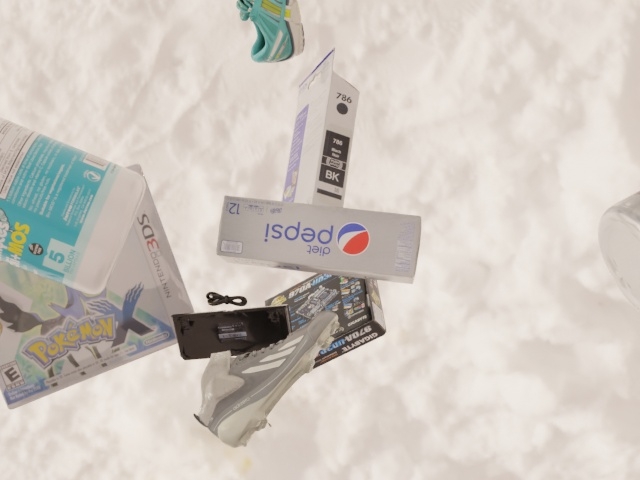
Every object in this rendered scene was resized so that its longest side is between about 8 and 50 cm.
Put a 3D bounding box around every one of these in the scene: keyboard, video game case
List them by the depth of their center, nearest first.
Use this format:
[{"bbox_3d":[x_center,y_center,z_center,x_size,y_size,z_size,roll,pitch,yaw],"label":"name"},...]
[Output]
[{"bbox_3d":[-0.135,0.124,1.522,0.180,0.023,0.108,-6,111,7],"label":"keyboard"},{"bbox_3d":[-0.393,0.070,1.601,0.329,0.036,0.300,-21,98,-14],"label":"video game case"}]

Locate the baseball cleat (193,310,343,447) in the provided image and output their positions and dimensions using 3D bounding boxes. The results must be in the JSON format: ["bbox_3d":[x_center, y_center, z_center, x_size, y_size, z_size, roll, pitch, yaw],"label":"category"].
[{"bbox_3d":[-0.069,0.144,1.193,0.109,0.206,0.072,35,156,14],"label":"baseball cleat"}]

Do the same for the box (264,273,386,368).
[{"bbox_3d":[0.004,0.138,1.817,0.220,0.175,0.051,-29,130,18],"label":"box"}]

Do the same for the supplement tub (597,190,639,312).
[{"bbox_3d":[0.579,-0.028,1.438,0.316,0.193,0.194,-28,127,-10],"label":"supplement tub"}]

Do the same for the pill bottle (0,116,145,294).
[{"bbox_3d":[-0.336,-0.051,1.090,0.264,0.146,0.146,22,121,-9],"label":"pill bottle"}]

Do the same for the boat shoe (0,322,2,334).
[{"bbox_3d":[-0.510,0.077,1.401,0.170,0.059,0.063,38,127,-9],"label":"boat shoe"}]

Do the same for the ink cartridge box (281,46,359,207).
[{"bbox_3d":[-0.004,-0.145,1.703,0.065,0.333,0.165,15,159,-19],"label":"ink cartridge box"}]

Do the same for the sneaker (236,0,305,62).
[{"bbox_3d":[-0.097,-0.432,1.780,0.110,0.107,0.275,-18,131,-9],"label":"sneaker"}]

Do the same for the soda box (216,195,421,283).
[{"bbox_3d":[0.000,0.000,1.453,0.286,0.098,0.091,6,82,5],"label":"soda box"}]
